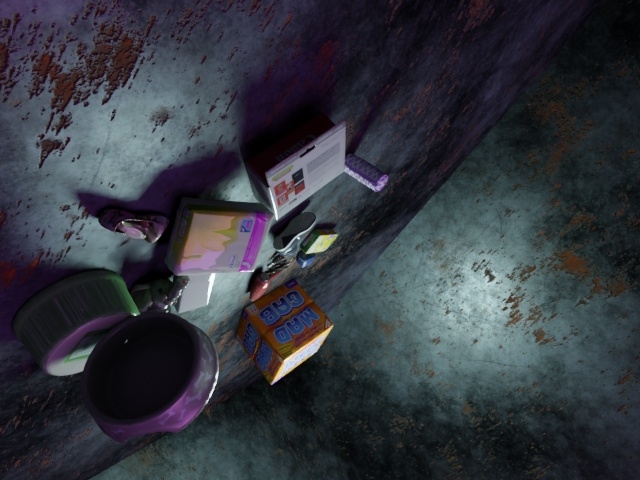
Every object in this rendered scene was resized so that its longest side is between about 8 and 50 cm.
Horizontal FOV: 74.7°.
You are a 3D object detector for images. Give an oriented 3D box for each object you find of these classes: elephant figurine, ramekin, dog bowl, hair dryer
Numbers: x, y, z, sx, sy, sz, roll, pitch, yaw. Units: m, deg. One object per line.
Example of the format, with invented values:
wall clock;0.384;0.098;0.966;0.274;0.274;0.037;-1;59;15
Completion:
elephant figurine;-0.530;0.190;1.376;0.169;0.186;0.239;-120;-137;-76
ramekin;-0.668;0.240;1.187;0.303;0.148;0.303;-37;160;-16
dog bowl;-0.456;0.345;1.111;0.349;0.349;0.102;-36;148;-20
hair dryer;-0.240;0.188;2.036;0.293;0.080;0.223;-44;162;3

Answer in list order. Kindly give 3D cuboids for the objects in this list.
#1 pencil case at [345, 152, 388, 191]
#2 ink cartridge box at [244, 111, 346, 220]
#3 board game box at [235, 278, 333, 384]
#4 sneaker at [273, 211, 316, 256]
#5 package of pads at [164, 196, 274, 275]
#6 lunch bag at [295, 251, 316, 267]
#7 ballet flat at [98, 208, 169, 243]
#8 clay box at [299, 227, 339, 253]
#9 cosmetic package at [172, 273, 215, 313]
pencil case;0.171;-0.275;1.680;0.088;0.206;0.086;-6;126;-56
ink cartridge box;-0.073;-0.255;1.339;0.309;0.130;0.271;-37;159;-16
board game box;-0.213;0.509;2.354;0.356;0.356;0.356;-28;156;-35
sneaker;-0.107;-0.022;1.841;0.226;0.086;0.163;-41;163;-9
package of pads;-0.311;-0.007;1.297;0.297;0.101;0.229;1;120;-44
lunch bag;-0.071;0.087;2.172;0.098;0.067;0.065;-26;155;-44
ballet flat;-0.472;-0.032;1.100;0.077;0.079;0.221;-48;161;11
clay box;0.000;0.000;2.149;0.127;0.053;0.222;-50;161;21
cosmetic package;-0.436;0.136;1.437;0.117;0.085;0.231;-11;140;-40
